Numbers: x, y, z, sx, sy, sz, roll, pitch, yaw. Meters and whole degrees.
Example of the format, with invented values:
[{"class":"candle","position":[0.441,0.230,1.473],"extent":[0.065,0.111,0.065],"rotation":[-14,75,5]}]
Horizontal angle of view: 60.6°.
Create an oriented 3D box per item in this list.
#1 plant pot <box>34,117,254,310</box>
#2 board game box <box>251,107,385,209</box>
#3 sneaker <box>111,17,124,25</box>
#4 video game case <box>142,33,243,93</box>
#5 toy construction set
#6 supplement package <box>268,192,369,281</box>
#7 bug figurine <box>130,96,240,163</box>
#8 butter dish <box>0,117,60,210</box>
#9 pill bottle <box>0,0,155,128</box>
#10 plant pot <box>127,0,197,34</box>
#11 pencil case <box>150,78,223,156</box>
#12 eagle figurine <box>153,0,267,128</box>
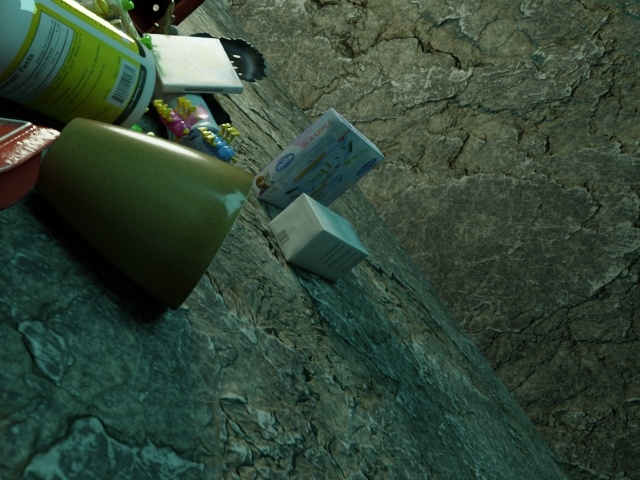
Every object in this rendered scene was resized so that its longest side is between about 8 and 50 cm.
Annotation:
[{"class":"plant pot","position":[-0.264,-0.062,0.800],"extent":[0.254,0.237,0.237],"rotation":[32,21,-16]},{"class":"board game box","position":[-0.001,-0.208,1.618],"extent":[0.066,0.318,0.318],"rotation":[58,17,24]},{"class":"sneaker","position":[-0.506,-0.504,1.306],"extent":[0.051,0.089,0.170],"rotation":[34,23,-46]},{"class":"video game case","position":[-0.308,-0.426,1.319],"extent":[0.193,0.023,0.212],"rotation":[-7,52,-29]},{"class":"toy construction set","position":[-0.444,-0.405,1.133],"extent":[0.328,0.151,0.215],"rotation":[-81,160,-55]},{"class":"supplement package","position":[0.000,0.000,1.491],"extent":[0.244,0.134,0.139],"rotation":[29,27,-52]},{"class":"bug figurine","position":[-0.311,-0.207,1.108],"extent":[0.279,0.072,0.216],"rotation":[-19,56,-45]},{"class":"butter dish","position":[-0.398,-0.072,0.624],"extent":[0.160,0.118,0.160],"rotation":[6,27,-3]},{"class":"pill bottle","position":[-0.441,-0.301,0.852],"extent":[0.334,0.188,0.188],"rotation":[22,33,-58]},{"class":"plant pot","position":[-0.500,-0.794,1.695],"extent":[0.267,0.267,0.236],"rotation":[50,5,-5]},{"class":"pencil case","position":[-0.331,-0.306,1.303],"extent":[0.273,0.124,0.113],"rotation":[61,0,28]},{"class":"eagle figurine","position":[-0.331,-0.470,1.509],"extent":[0.298,0.226,0.225],"rotation":[22,71,-31]}]
